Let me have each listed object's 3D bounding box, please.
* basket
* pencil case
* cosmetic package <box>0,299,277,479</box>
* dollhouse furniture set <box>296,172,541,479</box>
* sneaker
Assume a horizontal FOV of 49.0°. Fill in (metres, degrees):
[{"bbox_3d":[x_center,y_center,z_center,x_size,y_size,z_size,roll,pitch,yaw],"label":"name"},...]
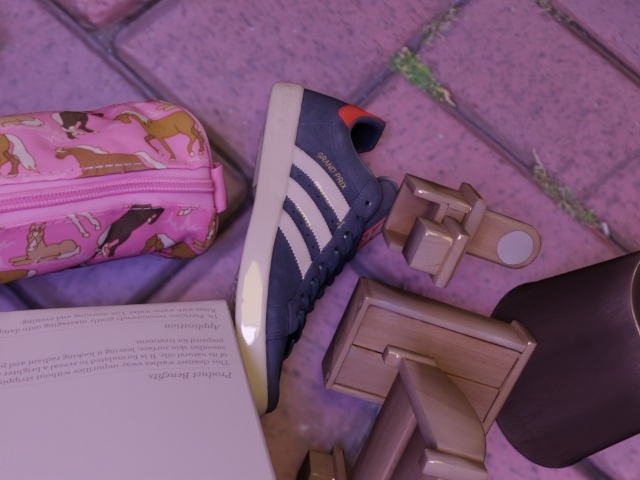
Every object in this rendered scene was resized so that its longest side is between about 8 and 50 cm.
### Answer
[{"bbox_3d":[0.274,0.102,0.661,0.154,0.227,0.204,11,67,-11],"label":"basket"},{"bbox_3d":[-0.258,-0.028,0.532,0.386,0.160,0.167,-14,55,-47],"label":"pencil case"},{"bbox_3d":[-0.133,0.213,0.437,0.218,0.156,0.385,-1,35,-17],"label":"cosmetic package"},{"bbox_3d":[0.117,0.153,0.520,0.174,0.355,0.303,18,109,-12],"label":"dollhouse furniture set"},{"bbox_3d":[0.000,0.000,0.674,0.148,0.131,0.349,11,64,-8],"label":"sneaker"}]
